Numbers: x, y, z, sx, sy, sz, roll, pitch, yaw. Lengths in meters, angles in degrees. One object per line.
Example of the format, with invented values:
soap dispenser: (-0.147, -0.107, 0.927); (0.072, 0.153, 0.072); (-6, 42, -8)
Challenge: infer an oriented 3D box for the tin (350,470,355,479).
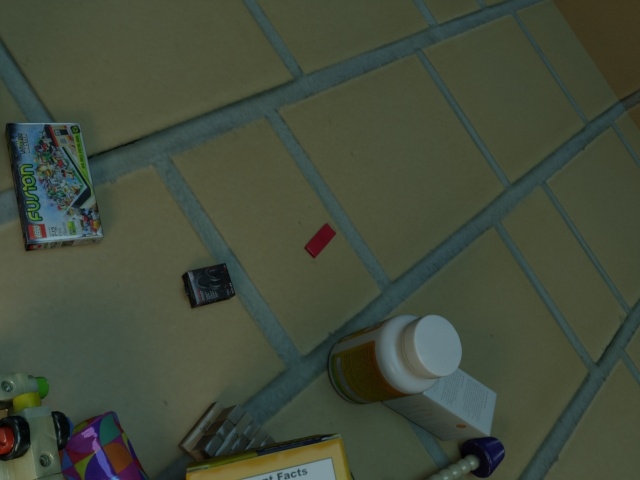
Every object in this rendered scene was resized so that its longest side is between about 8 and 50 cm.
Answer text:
tin: (0.008, 0.430, 0.866); (0.106, 0.040, 0.190); (7, 68, -26)

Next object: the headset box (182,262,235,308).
headset box: (-0.199, 0.080, 1.000); (0.083, 0.032, 0.062); (-11, 76, -37)

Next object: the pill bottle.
pill bottle: (0.131, 0.210, 1.018); (0.136, 0.245, 0.137); (13, 64, -27)

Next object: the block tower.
block tower: (-0.067, 0.402, 0.908); (0.335, 0.097, 0.091); (46, 53, -6)

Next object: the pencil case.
pencil case: (-0.279, 0.358, 0.794); (0.104, 0.104, 0.237); (-27, 88, -37)

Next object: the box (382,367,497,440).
box: (0.232, 0.307, 1.114); (0.170, 0.130, 0.091); (35, 55, -16)

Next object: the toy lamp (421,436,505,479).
toy lamp: (0.250, 0.447, 1.101); (0.274, 0.080, 0.080); (-9, 75, -33)

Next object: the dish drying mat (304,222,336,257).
dish drying mat: (0.000, 0.000, 1.176); (0.032, 0.008, 0.083); (47, 52, -8)

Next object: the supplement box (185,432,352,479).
supplement box: (-0.047, 0.442, 0.707); (0.194, 0.195, 0.357); (-7, 73, -15)

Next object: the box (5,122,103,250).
box: (-0.431, -0.090, 0.924); (0.114, 0.036, 0.207); (-8, 75, -34)

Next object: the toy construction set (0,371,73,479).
toy construction set: (-0.384, 0.299, 0.690); (0.328, 0.214, 0.151); (65, 21, 5)
